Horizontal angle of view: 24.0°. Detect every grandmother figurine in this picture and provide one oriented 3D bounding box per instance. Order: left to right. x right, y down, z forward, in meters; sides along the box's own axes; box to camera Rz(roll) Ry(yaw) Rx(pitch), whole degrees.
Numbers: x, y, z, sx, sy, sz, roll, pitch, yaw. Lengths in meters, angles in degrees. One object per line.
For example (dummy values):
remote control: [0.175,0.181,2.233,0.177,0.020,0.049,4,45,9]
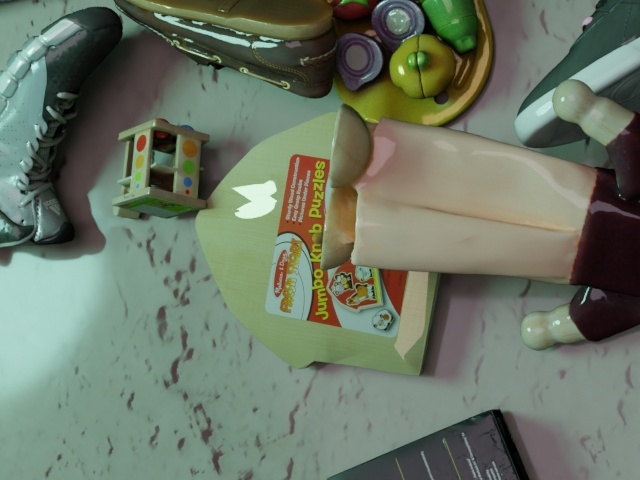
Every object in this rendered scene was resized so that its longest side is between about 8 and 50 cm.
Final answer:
grandmother figurine: [0.175,-0.005,1.012,0.342,0.208,0.104,8,45,4]

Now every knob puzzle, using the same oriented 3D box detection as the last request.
knob puzzle: [0.000,0.000,1.122,0.213,0.030,0.213,0,89,18]

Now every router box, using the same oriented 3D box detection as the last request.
router box: [0.098,0.225,1.062,0.133,0.046,0.179,-24,78,12]

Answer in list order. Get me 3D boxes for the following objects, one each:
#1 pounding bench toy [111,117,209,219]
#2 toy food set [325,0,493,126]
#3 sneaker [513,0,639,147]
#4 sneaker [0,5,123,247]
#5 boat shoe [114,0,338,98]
pounding bench toy: [-0.131,-0.054,1.153,0.083,0.052,0.065,-14,69,49]
toy food set: [0.046,-0.189,1.111,0.128,0.071,0.218,-20,78,13]
sneaker: [0.231,-0.193,1.050,0.295,0.104,0.147,-37,72,5]
sneaker: [-0.212,-0.068,1.173,0.228,0.086,0.132,-40,80,19]
boat shoe: [-0.078,-0.161,1.142,0.207,0.073,0.073,24,46,31]
